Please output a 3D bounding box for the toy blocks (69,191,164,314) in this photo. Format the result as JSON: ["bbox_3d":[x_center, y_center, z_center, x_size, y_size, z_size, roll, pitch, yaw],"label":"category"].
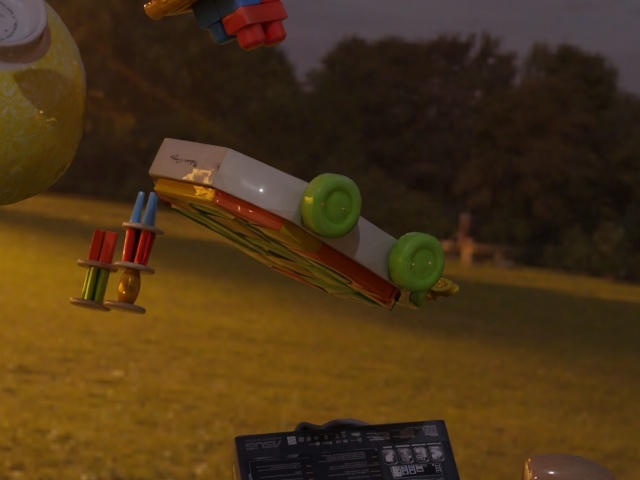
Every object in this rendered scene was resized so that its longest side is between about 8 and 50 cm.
[{"bbox_3d":[-0.248,0.013,1.902,0.123,0.148,0.054,2,-15,44],"label":"toy blocks"}]

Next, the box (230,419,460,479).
[{"bbox_3d":[0.033,0.282,1.579,0.233,0.183,0.059,-4,-40,-11],"label":"box"}]

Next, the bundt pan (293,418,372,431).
[{"bbox_3d":[0.034,0.379,1.801,0.331,0.330,0.124,4,-41,-21],"label":"bundt pan"}]

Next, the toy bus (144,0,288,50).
[{"bbox_3d":[-0.081,-0.283,1.472,0.149,0.211,0.220,-26,-1,41],"label":"toy bus"}]

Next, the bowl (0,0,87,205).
[{"bbox_3d":[-0.358,-0.194,1.572,0.290,0.289,0.156,4,-37,-30],"label":"bowl"}]

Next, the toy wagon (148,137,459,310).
[{"bbox_3d":[0.000,0.000,1.485,0.344,0.068,0.267,33,-12,-36],"label":"toy wagon"}]

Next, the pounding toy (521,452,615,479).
[{"bbox_3d":[0.097,0.249,1.000,0.154,0.269,0.155,16,-28,3],"label":"pounding toy"}]
